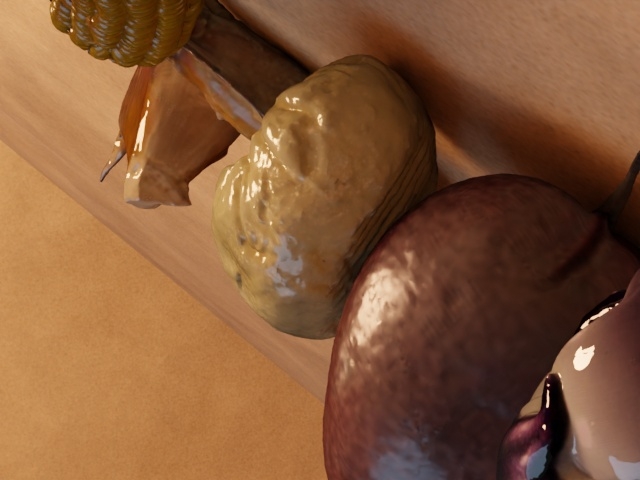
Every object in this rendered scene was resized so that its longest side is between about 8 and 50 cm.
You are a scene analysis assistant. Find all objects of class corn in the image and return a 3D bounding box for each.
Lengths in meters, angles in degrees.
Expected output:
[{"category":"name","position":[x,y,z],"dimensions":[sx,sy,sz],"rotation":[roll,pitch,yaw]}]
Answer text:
[{"category":"corn","position":[-0.104,-0.166,0.848],"dimensions":[0.102,0.102,0.313],"rotation":[38,171,-2]}]

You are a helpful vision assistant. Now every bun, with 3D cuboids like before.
[{"category":"bun","position":[0.001,-0.028,0.920],"dimensions":[0.111,0.164,0.188],"rotation":[32,169,17]}]

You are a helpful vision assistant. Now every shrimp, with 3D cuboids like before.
[{"category":"shrimp","position":[-0.028,-0.086,1.081],"dimensions":[0.317,0.062,0.164],"rotation":[41,177,-12]}]

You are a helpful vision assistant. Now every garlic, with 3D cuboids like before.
[{"category":"garlic","position":[-0.121,-0.089,1.184],"dimensions":[0.090,0.128,0.198],"rotation":[33,178,-23]}]

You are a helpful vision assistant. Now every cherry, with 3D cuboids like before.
[{"category":"cherry","position":[0.107,0.066,0.866],"dimensions":[0.213,0.266,0.183],"rotation":[30,-164,-47]}]

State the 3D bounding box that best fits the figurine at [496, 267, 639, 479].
[{"category":"figurine","position":[0.174,0.079,0.666],"dimensions":[0.145,0.145,0.222],"rotation":[41,137,-22]}]
